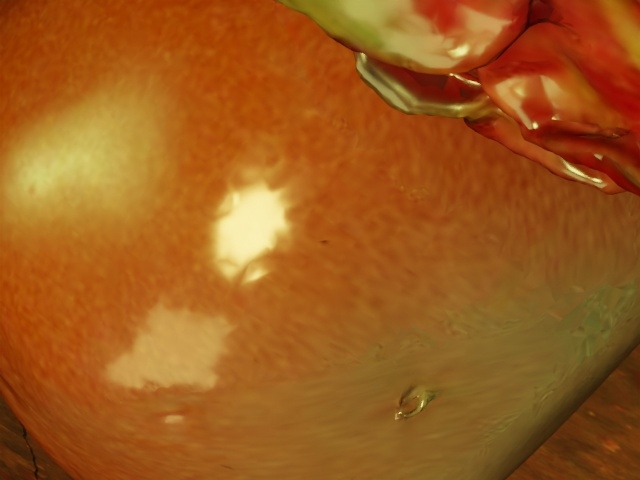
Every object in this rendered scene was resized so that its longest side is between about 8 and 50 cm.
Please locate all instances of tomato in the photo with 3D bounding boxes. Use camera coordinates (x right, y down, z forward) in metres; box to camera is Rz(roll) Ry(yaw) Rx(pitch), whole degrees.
[{"bbox_3d":[0.000,0.000,0.722,0.273,0.341,0.341,48,171,43],"label":"tomato"}]

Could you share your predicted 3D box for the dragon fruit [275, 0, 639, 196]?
[{"bbox_3d":[0.113,-0.046,0.474,0.286,0.329,0.228,119,137,-65],"label":"dragon fruit"}]
